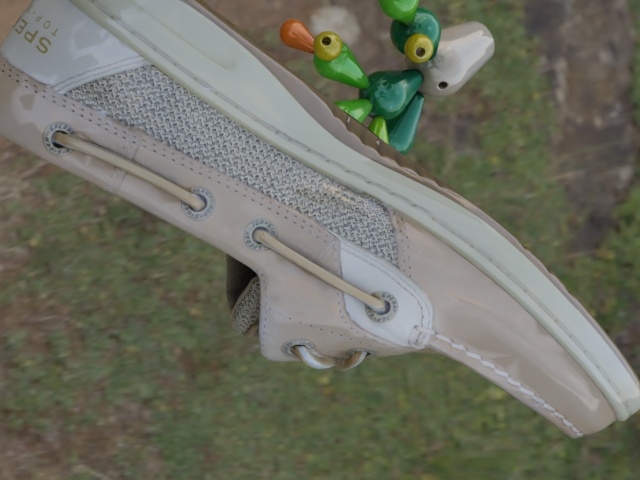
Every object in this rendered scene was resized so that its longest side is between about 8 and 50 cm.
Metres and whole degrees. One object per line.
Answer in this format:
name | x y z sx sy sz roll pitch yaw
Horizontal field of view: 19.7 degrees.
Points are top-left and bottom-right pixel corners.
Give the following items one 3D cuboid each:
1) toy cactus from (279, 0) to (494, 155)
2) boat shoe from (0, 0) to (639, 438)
toy cactus | 0.055 -0.118 1.380 0.180 0.112 0.219 -32 138 -38
boat shoe | 0.000 0.000 0.841 0.341 0.121 0.110 37 92 -15
